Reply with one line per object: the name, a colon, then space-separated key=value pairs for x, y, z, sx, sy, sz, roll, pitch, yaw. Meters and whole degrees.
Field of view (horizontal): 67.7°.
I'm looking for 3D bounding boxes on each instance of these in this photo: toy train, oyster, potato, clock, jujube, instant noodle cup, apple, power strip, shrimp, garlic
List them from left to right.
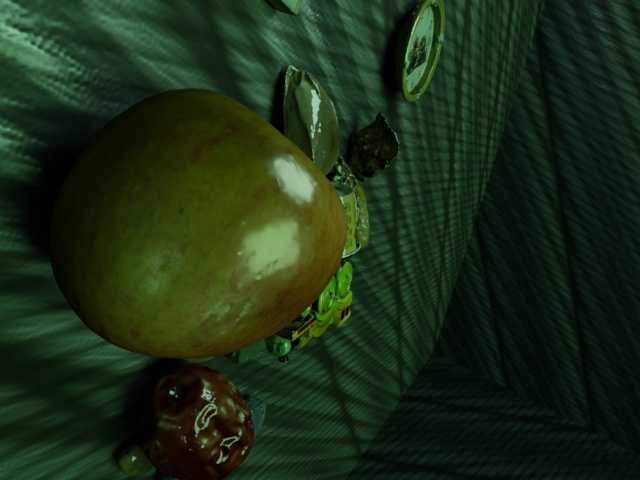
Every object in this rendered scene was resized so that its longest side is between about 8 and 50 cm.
potato: x=-0.304 y=0.364 z=0.792 sx=0.051 sy=0.040 sz=0.083 roll=-59 pitch=155 yaw=-26
jujube: x=-0.203 y=0.311 z=0.797 sx=0.174 sy=0.174 sz=0.251 roll=-49 pitch=153 yaw=-31
apple: x=-0.128 y=-0.008 z=0.535 sx=0.275 sy=0.299 sz=0.299 roll=-54 pitch=153 yaw=-4
power strip: x=-0.104 y=0.175 z=1.004 sx=0.272 sy=0.052 sz=0.078 roll=-21 pitch=130 yaw=-57
toy train: x=-0.023 y=0.129 z=0.950 sx=0.296 sy=0.100 sz=0.161 roll=-25 pitch=123 yaw=-60
garlic: x=-0.017 y=-0.186 z=0.800 sx=0.101 sy=0.086 sz=0.196 roll=-19 pitch=110 yaw=-64
instant noodle cup: x=0.010 y=-0.044 z=0.936 sx=0.151 sy=0.151 sz=0.122 roll=-29 pitch=129 yaw=-52
shrimp: x=0.061 y=-0.077 z=1.049 sx=0.287 sy=0.062 sz=0.152 roll=59 pitch=30 yaw=-55
oyster: x=0.105 y=-0.193 z=1.041 sx=0.056 sy=0.106 sz=0.177 roll=-22 pitch=169 yaw=-34
clock: x=0.219 y=-0.438 z=1.095 sx=0.237 sy=0.057 sz=0.237 roll=-46 pitch=148 yaw=-40

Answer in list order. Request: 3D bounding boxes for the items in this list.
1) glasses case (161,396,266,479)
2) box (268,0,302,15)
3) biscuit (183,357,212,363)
glasses case: x=-0.211 y=0.427 z=0.997 sx=0.282 sy=0.067 sz=0.109 roll=-21 pitch=127 yaw=-54
box: x=-0.041 y=-0.456 z=0.592 sx=0.210 sy=0.045 sz=0.270 roll=6 pitch=106 yaw=-63
biscuit: x=-0.145 y=0.037 z=0.806 sx=0.355 sy=0.052 sz=0.275 roll=-65 pitch=156 yaw=3
